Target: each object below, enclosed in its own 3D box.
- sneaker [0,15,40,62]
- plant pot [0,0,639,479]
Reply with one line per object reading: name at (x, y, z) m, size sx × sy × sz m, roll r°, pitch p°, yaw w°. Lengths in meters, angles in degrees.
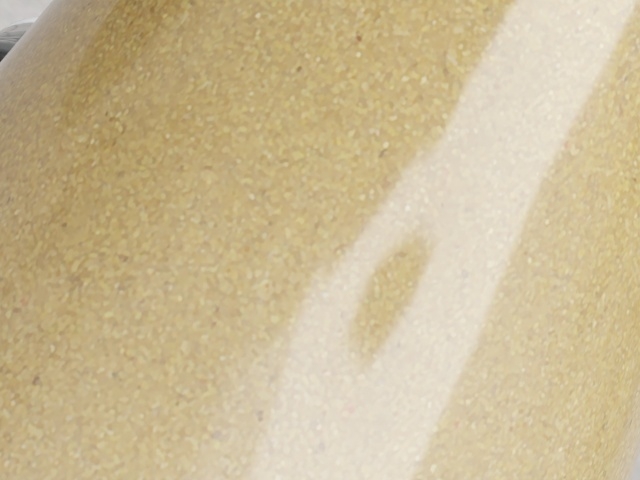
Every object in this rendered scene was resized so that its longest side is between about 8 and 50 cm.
sneaker at (-0.053, -0.014, 0.824) m, size 0.296 × 0.147 × 0.104 m, roll 24°, pitch 108°, yaw 9°
plant pot at (0.000, 0.000, 0.484) m, size 0.237 × 0.237 × 0.254 m, roll 20°, pitch 104°, yaw -33°
